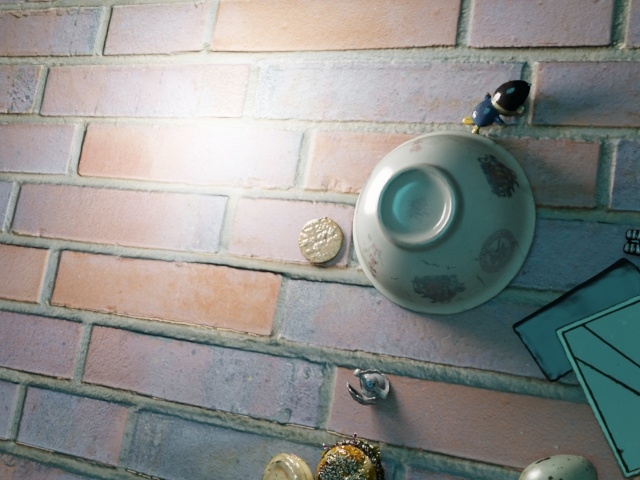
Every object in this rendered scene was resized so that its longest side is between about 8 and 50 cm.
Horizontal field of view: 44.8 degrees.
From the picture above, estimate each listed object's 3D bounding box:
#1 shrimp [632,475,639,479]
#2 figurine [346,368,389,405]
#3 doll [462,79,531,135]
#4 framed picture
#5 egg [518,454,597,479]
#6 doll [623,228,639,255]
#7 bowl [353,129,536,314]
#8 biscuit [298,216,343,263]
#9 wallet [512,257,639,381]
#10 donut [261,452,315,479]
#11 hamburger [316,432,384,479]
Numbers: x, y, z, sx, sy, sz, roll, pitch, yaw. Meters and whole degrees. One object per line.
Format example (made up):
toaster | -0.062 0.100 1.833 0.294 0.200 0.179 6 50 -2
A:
shrimp | 0.664 0.585 1.459 0.152 0.063 0.287 -31 65 16
figurine | 0.109 0.329 1.738 0.094 0.086 0.082 31 89 26
doll | 0.408 -0.304 1.773 0.179 0.089 0.102 -37 64 36
framed picture | 0.645 0.280 1.546 0.240 0.020 0.324 -27 74 15
egg | 0.468 0.486 1.532 0.164 0.131 0.131 -31 66 -12
doll | 0.729 0.016 1.567 0.219 0.067 0.091 9 77 22
bowl | 0.238 -0.059 1.702 0.434 0.196 0.435 -4 79 24
biscuit | 0.000 0.000 1.901 0.120 0.015 0.120 -5 76 21
wallet | 0.560 0.164 1.622 0.285 0.030 0.146 -35 65 11
donut | -0.070 0.565 1.742 0.174 0.068 0.175 -14 72 52
hamburger | 0.063 0.529 1.705 0.164 0.093 0.190 -23 72 16
